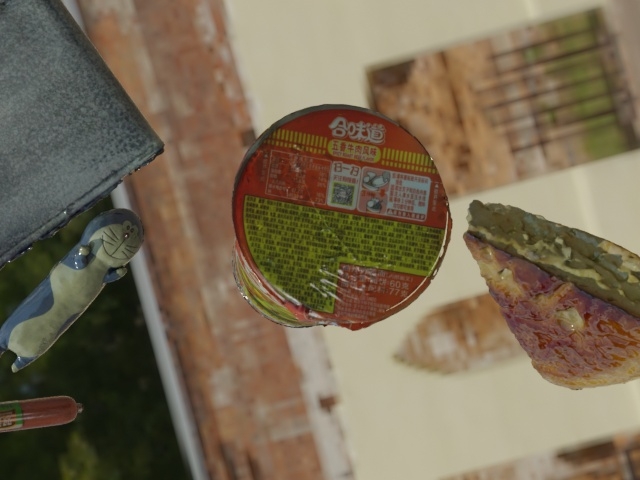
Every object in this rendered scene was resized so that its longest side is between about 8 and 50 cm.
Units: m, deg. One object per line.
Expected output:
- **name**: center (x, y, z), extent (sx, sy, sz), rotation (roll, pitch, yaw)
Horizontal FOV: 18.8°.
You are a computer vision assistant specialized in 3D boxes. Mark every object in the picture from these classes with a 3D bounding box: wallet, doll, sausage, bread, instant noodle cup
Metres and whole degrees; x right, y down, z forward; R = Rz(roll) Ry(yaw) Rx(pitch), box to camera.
- **wallet**: center (-0.245, -0.068, 1.395), extent (0.167, 0.222, 0.036), rotation (54, 177, -3)
- **doll**: center (-0.154, 0.030, 1.189), extent (0.037, 0.125, 0.027), rotation (38, -175, -34)
- **sausage**: center (-0.330, 0.170, 1.828), extent (0.029, 0.223, 0.029), rotation (175, 90, -65)
- **bread**: center (0.164, 0.036, 1.119), extent (0.054, 0.136, 0.154), rotation (-56, -49, -22)
- **instant noodle cup**: center (0.000, 0.000, 1.704), extent (0.212, 0.193, 0.193), rotation (129, 127, -74)
